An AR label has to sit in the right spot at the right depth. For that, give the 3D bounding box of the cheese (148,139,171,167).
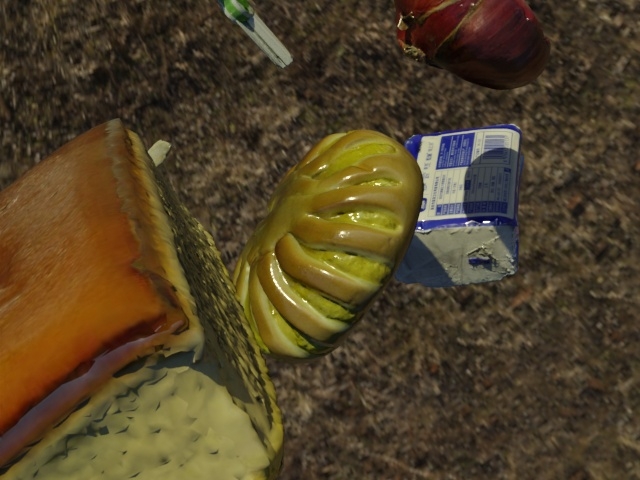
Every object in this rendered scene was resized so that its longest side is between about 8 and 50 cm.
[{"bbox_3d":[-0.331,0.006,1.507,0.034,0.085,0.400,42,58,-11],"label":"cheese"}]

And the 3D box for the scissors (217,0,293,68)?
[{"bbox_3d":[-0.109,-0.296,1.403,0.027,0.101,0.204,-37,106,23],"label":"scissors"}]

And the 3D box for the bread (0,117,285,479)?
[{"bbox_3d":[-0.185,0.106,0.615,0.323,0.333,0.143,-42,114,2],"label":"bread"}]

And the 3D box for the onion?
[{"bbox_3d":[0.187,-0.293,1.425,0.248,0.248,0.161,35,123,-28],"label":"onion"}]

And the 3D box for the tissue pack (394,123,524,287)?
[{"bbox_3d":[0.223,-0.057,1.782,0.209,0.270,0.137,-7,127,17],"label":"tissue pack"}]

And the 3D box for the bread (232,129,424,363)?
[{"bbox_3d":[0.000,0.000,1.459,0.160,0.333,0.333,30,104,-17],"label":"bread"}]
